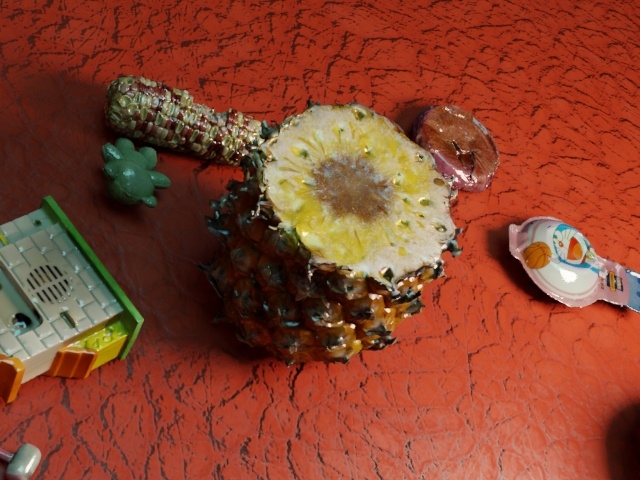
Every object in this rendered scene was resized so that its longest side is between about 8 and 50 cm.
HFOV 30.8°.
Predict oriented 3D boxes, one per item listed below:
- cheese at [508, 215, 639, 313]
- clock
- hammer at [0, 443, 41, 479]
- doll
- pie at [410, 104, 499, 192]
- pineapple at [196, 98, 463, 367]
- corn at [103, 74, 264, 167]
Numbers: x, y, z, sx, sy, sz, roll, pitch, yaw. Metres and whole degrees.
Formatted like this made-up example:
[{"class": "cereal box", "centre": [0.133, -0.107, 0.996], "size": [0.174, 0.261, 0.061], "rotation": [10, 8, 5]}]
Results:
[{"class": "cheese", "centre": [0.444, 0.047, 1.998], "size": [0.286, 0.074, 0.188], "rotation": [22, 49, -15]}, {"class": "clock", "centre": [-0.396, 0.094, 1.461], "size": [0.255, 0.106, 0.220], "rotation": [-27, 71, -36]}, {"class": "hammer", "centre": [-0.379, 0.257, 1.389], "size": [0.083, 0.031, 0.052], "rotation": [26, 43, -2]}, {"class": "doll", "centre": [-0.278, -0.098, 1.704], "size": [0.115, 0.077, 0.150], "rotation": [34, 26, -18]}, {"class": "pie", "centre": [0.238, -0.164, 2.058], "size": [0.182, 0.049, 0.182], "rotation": [18, 51, -23]}, {"class": "pineapple", "centre": [0.000, 0.003, 1.616], "size": [0.352, 0.300, 0.352], "rotation": [17, 49, -20]}, {"class": "corn", "centre": [-0.193, -0.177, 1.785], "size": [0.290, 0.098, 0.098], "rotation": [15, 50, -21]}]
